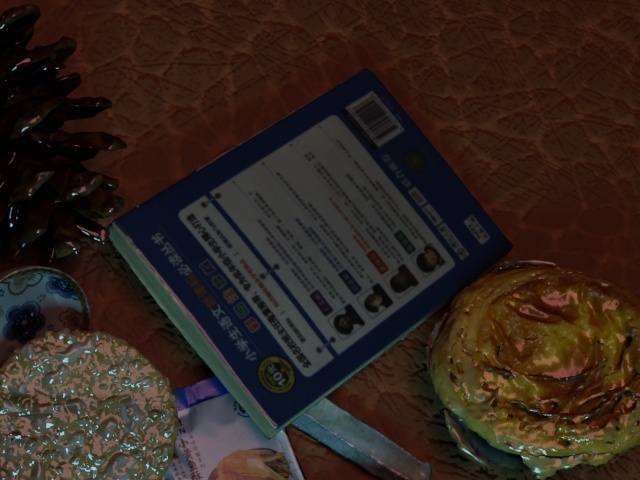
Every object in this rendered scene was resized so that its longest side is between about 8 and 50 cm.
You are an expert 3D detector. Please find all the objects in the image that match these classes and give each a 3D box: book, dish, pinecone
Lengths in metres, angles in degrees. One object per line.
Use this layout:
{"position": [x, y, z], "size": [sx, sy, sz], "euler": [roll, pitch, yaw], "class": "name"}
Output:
{"position": [0.000, 0.000, 1.856], "size": [0.428, 0.039, 0.300], "euler": [-34, 82, -34], "class": "book"}
{"position": [-0.327, 0.084, 1.705], "size": [0.141, 0.078, 0.141], "euler": [-13, 114, -32], "class": "dish"}
{"position": [-0.332, -0.113, 1.695], "size": [0.244, 0.244, 0.309], "euler": [-40, 87, -29], "class": "pinecone"}

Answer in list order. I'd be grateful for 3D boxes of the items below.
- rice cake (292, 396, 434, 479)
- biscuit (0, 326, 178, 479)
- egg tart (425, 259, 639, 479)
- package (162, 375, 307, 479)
{"position": [0.033, 0.222, 1.795], "size": [0.211, 0.034, 0.043], "euler": [33, 52, -3], "class": "rice cake"}
{"position": [-0.256, 0.199, 1.673], "size": [0.220, 0.033, 0.219], "euler": [2, 84, -14], "class": "biscuit"}
{"position": [0.262, 0.160, 1.862], "size": [0.297, 0.132, 0.297], "euler": [3, 58, -6], "class": "egg tart"}
{"position": [-0.113, 0.235, 1.733], "size": [0.171, 0.027, 0.173], "euler": [-19, 79, -19], "class": "package"}
